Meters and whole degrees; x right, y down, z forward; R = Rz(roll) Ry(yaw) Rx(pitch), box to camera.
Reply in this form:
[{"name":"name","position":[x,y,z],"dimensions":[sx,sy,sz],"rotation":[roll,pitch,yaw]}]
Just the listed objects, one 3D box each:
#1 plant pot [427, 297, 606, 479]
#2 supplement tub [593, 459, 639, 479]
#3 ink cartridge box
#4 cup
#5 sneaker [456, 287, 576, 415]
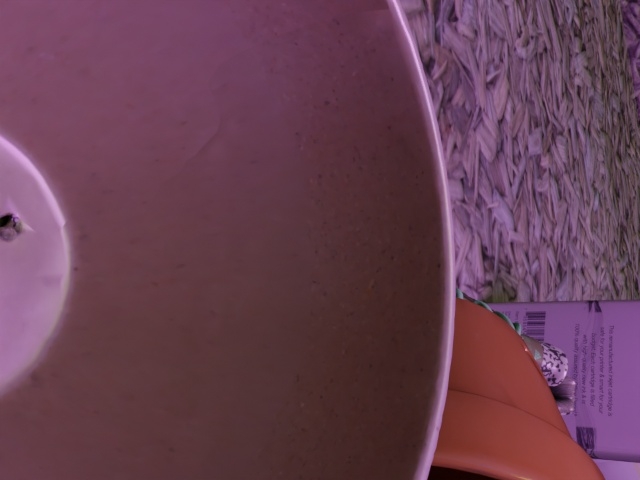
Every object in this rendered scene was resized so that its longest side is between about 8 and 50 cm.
[{"name":"plant pot","position":[0.080,0.181,0.572],"dimensions":[0.203,0.291,0.290],"rotation":[-76,145,-52]},{"name":"supplement tub","position":[0.463,0.315,1.139],"dimensions":[0.324,0.236,0.235],"rotation":[56,43,-36]},{"name":"ink cartridge box","position":[0.354,0.190,0.957],"dimensions":[0.115,0.273,0.198],"rotation":[36,57,-49]},{"name":"cup","position":[-0.114,0.004,0.313],"dimensions":[0.331,0.237,0.331],"rotation":[11,77,-55]},{"name":"sneaker","position":[0.173,0.109,0.778],"dimensions":[0.410,0.182,0.158],"rotation":[38,56,-47]}]
